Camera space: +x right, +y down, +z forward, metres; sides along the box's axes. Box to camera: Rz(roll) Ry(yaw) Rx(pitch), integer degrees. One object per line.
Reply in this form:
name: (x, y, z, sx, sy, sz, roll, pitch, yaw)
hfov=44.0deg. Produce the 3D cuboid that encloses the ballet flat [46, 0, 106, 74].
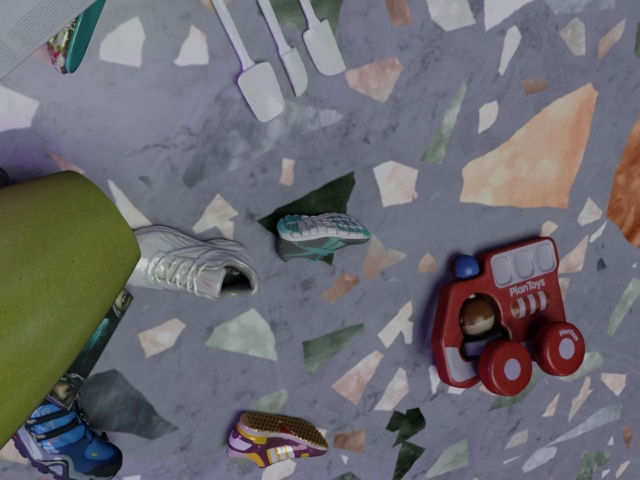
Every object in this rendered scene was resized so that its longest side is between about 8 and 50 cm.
ballet flat: (-0.291, -0.323, 0.959, 0.077, 0.091, 0.241, 24, 93, -2)

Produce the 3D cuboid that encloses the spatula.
spatula: (-0.070, -0.306, 1.117, 0.168, 0.019, 0.242, -34, 123, -13)

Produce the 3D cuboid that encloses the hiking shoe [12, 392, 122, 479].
hiking shoe: (-0.376, 0.240, 1.113, 0.132, 0.113, 0.304, -49, 126, -6)

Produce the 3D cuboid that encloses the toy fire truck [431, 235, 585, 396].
toy fire truck: (0.330, 0.138, 1.462, 0.302, 0.169, 0.253, -13, 92, -25)

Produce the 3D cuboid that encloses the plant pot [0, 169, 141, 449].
plant pot: (-0.355, 0.059, 0.874, 0.293, 0.275, 0.274, -43, 126, -28)

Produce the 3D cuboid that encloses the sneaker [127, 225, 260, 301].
sneaker: (-0.186, 0.040, 1.134, 0.232, 0.115, 0.090, 3, 108, -30)

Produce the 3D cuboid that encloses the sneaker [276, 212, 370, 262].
sneaker: (0.000, 0.000, 1.268, 0.167, 0.065, 0.076, 0, 126, -26)

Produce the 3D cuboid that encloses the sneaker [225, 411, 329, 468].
sneaker: (-0.075, 0.353, 1.364, 0.185, 0.069, 0.084, 21, 107, -28)

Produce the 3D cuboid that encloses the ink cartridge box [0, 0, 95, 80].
ink cartridge box: (-0.375, -0.325, 0.837, 0.309, 0.272, 0.130, -42, 155, -6)

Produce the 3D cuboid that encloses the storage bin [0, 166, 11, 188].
storage bin: (-0.411, -0.015, 1.000, 0.098, 0.091, 0.135, -18, 119, -22)

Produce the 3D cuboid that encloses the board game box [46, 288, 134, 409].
board game box: (-0.345, 0.118, 1.079, 0.126, 0.026, 0.186, 49, 52, -35)
